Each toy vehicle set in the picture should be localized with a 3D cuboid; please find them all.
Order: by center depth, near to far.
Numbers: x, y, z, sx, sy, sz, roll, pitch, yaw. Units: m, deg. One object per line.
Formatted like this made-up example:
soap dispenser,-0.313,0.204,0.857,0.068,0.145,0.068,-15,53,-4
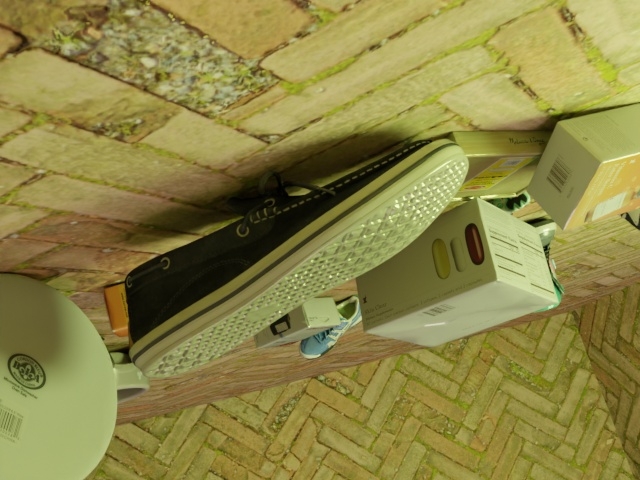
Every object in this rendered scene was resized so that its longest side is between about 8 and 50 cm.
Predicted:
toy vehicle set,0.246,-0.106,1.077,0.267,0.035,0.166,-6,162,-33

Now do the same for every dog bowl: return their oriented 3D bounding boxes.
dog bowl,-0.550,0.327,1.672,0.349,0.102,0.349,-14,165,-4

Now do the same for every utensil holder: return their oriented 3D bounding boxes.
utensil holder,-0.529,0.252,1.032,0.386,0.327,0.328,-27,162,25

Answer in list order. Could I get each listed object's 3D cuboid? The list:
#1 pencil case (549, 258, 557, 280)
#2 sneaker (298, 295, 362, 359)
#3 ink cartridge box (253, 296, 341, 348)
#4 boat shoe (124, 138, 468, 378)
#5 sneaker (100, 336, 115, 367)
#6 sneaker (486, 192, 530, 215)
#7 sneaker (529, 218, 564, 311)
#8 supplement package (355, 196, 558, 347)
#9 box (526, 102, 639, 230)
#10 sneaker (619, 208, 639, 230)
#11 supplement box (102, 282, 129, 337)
pencil case,0.500,0.120,1.986,0.273,0.113,0.124,-22,174,22
sneaker,0.025,0.210,1.835,0.211,0.080,0.081,-43,158,-15
ink cartridge box,-0.059,0.197,1.760,0.175,0.072,0.127,-27,162,34
boat shoe,-0.047,-0.002,0.944,0.500,0.156,0.187,-31,157,10
sneaker,-0.465,0.223,1.427,0.130,0.087,0.227,-11,167,-24
sneaker,0.343,-0.065,1.326,0.098,0.038,0.069,-17,169,41
sneaker,0.485,0.069,1.661,0.124,0.178,0.295,-16,164,1
supplement package,0.222,0.065,1.245,0.262,0.145,0.204,-28,148,35
box,0.399,-0.104,1.028,0.171,0.091,0.130,-15,141,-23
sneaker,0.571,-0.055,1.361,0.094,0.153,0.235,-3,160,-35
supplement box,-0.230,0.092,1.214,0.234,0.080,0.078,-16,167,-9
